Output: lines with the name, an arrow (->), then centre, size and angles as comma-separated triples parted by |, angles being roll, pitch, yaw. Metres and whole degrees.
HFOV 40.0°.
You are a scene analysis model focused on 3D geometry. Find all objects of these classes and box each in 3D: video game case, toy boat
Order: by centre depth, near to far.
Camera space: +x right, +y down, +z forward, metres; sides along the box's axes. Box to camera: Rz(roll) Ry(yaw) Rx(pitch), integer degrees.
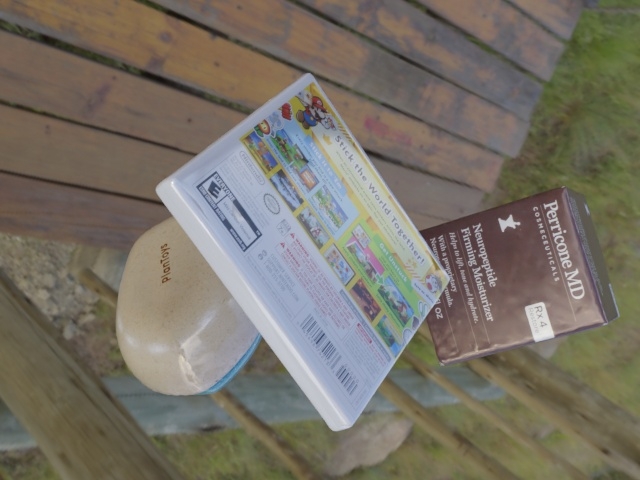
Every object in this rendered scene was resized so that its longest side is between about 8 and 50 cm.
video game case -> 0.000, 0.000, 0.703 | 0.227, 0.026, 0.206 | 54, 42, -11
toy boat -> -0.076, 0.054, 0.982 | 0.318, 0.267, 0.148 | -23, 128, 12

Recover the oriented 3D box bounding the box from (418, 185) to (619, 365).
box -> 0.240, 0.045, 1.087 | 0.203, 0.168, 0.167 | -18, 171, 23
